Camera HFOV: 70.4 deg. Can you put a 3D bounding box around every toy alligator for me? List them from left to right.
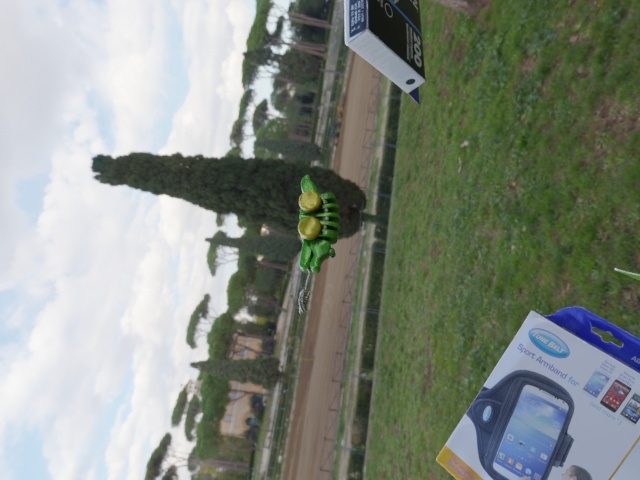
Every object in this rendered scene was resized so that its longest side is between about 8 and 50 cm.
[{"bbox_3d":[0.000,0.000,0.578,0.056,0.051,0.189,77,-168,-66],"label":"toy alligator"}]

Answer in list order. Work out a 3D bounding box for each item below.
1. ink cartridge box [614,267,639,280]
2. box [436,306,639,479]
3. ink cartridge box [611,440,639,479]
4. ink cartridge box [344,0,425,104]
[{"bbox_3d":[0.292,0.107,0.213,0.255,0.189,0.097,-135,66,-79],"label":"ink cartridge box"},{"bbox_3d":[0.141,0.109,0.278,0.028,0.081,0.136,16,-75,-51],"label":"box"},{"bbox_3d":[0.274,0.270,0.396,0.189,0.232,0.066,9,117,64],"label":"ink cartridge box"},{"bbox_3d":[0.109,-0.335,0.665,0.208,0.045,0.206,15,-110,-50],"label":"ink cartridge box"}]
